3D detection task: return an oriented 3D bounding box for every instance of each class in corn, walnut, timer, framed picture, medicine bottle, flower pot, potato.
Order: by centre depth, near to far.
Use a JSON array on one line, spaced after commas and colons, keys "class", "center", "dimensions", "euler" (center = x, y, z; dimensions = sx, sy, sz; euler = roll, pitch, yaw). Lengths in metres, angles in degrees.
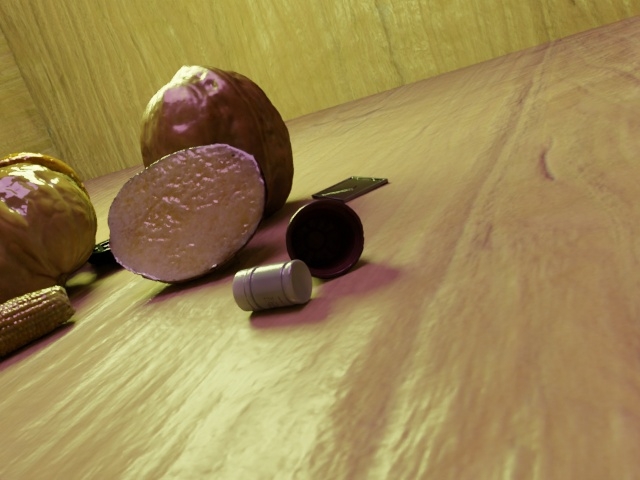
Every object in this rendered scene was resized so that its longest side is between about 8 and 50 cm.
[{"class": "medicine bottle", "center": [-0.063, 0.060, 0.890], "dimensions": [0.091, 0.058, 0.058], "euler": [-11, 18, 28]}, {"class": "flower pot", "center": [0.000, 0.000, 0.970], "dimensions": [0.111, 0.111, 0.089], "euler": [-22, 1, -10]}, {"class": "corn", "center": [-0.536, 0.154, 1.091], "dimensions": [0.288, 0.087, 0.086], "euler": [-28, 18, -31]}, {"class": "potato", "center": [-0.214, -0.031, 1.187], "dimensions": [0.299, 0.239, 0.116], "euler": [-22, -28, 11]}, {"class": "walnut", "center": [-0.594, -0.007, 1.340], "dimensions": [0.296, 0.285, 0.285], "euler": [-46, 26, -23]}, {"class": "walnut", "center": [-0.213, -0.189, 1.387], "dimensions": [0.306, 0.344, 0.306], "euler": [-24, 7, 3]}, {"class": "framed picture", "center": [0.057, -0.106, 1.393], "dimensions": [0.109, 0.011, 0.149], "euler": [-25, 16, -20]}, {"class": "timer", "center": [-0.440, 0.016, 1.506], "dimensions": [0.144, 0.055, 0.187], "euler": [-26, 13, -22]}]

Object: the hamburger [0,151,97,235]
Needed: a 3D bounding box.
[{"class": "hamburger", "center": [-0.671, -0.044, 1.572], "dimensions": [0.289, 0.314, 0.170], "euler": [-24, 53, -6]}]
